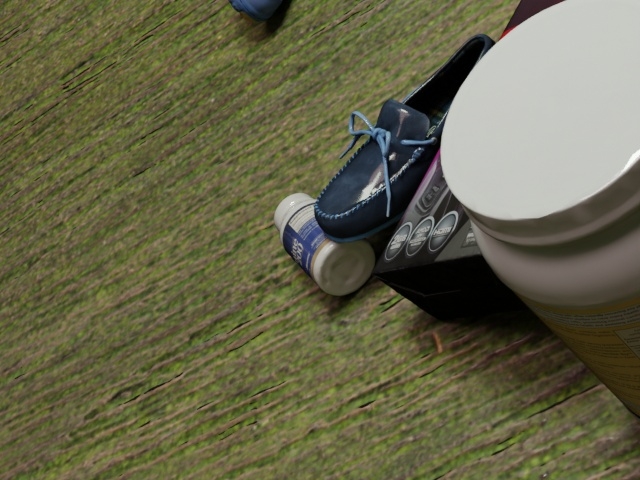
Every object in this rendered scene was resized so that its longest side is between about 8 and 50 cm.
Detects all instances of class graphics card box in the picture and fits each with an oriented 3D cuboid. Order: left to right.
[{"bbox_3d":[0.208,-0.107,1.747,0.371,0.094,0.233,-62,18,-16],"label":"graphics card box"}]

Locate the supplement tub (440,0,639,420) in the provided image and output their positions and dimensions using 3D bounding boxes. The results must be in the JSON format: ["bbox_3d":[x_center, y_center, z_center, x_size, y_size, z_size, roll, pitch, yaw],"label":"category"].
[{"bbox_3d":[0.265,-0.012,1.484,0.241,0.331,0.241,-24,45,26],"label":"supplement tub"}]

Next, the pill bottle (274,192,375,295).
[{"bbox_3d":[0.000,0.000,1.919,0.067,0.067,0.120,-46,39,1],"label":"pill bottle"}]

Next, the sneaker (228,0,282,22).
[{"bbox_3d":[-0.037,-0.390,2.248,0.131,0.112,0.296,-13,50,33],"label":"sneaker"}]

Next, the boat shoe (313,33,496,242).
[{"bbox_3d":[0.081,-0.109,1.880,0.109,0.089,0.258,23,61,41],"label":"boat shoe"}]
